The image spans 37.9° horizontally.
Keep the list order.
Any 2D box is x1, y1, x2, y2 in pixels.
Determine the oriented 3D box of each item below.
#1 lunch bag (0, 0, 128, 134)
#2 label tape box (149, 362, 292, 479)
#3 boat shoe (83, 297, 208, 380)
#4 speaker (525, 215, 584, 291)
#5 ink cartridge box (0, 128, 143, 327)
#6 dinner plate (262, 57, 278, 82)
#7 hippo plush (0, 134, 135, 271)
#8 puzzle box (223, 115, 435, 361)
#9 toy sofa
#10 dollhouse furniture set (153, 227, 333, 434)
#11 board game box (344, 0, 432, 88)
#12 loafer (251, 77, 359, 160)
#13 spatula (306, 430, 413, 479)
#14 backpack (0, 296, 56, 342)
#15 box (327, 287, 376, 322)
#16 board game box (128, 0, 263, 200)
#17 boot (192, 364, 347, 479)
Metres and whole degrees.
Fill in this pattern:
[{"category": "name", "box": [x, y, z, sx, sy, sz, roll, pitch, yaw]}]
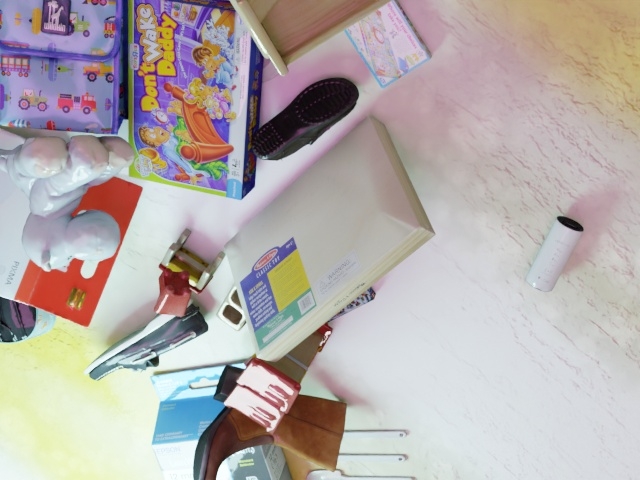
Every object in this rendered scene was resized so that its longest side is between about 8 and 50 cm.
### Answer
[{"category": "lunch bag", "box": [-0.453, -0.349, 1.638, 0.220, 0.138, 0.293, 4, 112, -3]}, {"category": "label tape box", "box": [-0.222, 0.449, 2.012, 0.249, 0.115, 0.348, -10, 112, 17]}, {"category": "boat shoe", "box": [-0.366, 0.227, 1.946, 0.302, 0.114, 0.091, -33, 97, 24]}, {"category": "speaker", "box": [0.427, 0.024, 1.703, 0.055, 0.055, 0.136, 22, 116, 3]}, {"category": "ink cartridge box", "box": [-0.583, -0.036, 1.818, 0.384, 0.091, 0.308, 21, 87, 5]}, {"category": "dinner plate", "box": [-0.125, -0.352, 1.688, 0.141, 0.017, 0.141, 5, 113, 11]}, {"category": "hippo plush", "box": [-0.479, -0.064, 1.693, 0.294, 0.234, 0.237, -4, 93, -10]}, {"category": "puzzle box", "box": [0.000, 0.000, 1.694, 0.409, 0.272, 0.052, -40, 141, 26]}, {"category": "toy sofa", "box": [0.032, -0.439, 1.504, 0.362, 0.177, 0.150, -31, 125, 4]}, {"category": "dollhouse furniture set", "box": [-0.182, 0.175, 1.828, 0.374, 0.201, 0.152, 33, 129, 1]}, {"category": "board game box", "box": [0.110, -0.356, 1.624, 0.103, 0.026, 0.154, -29, 104, 23]}, {"category": "loafer", "box": [-0.024, -0.219, 1.699, 0.220, 0.078, 0.080, -30, 72, 12]}, {"category": "spatula", "box": [0.073, 0.465, 2.003, 0.242, 0.019, 0.168, -3, 112, 14]}, {"category": "backpack", "box": [-0.629, 0.116, 1.933, 0.165, 0.144, 0.189, -5, 86, 13]}, {"category": "box", "box": [0.028, 0.103, 1.847, 0.137, 0.027, 0.094, -29, 103, 23]}, {"category": "board game box", "box": [-0.229, -0.265, 1.702, 0.233, 0.078, 0.347, 12, 117, 13]}, {"category": "boot", "box": [-0.101, 0.414, 1.887, 0.280, 0.264, 0.096, 23, 152, -13]}]
